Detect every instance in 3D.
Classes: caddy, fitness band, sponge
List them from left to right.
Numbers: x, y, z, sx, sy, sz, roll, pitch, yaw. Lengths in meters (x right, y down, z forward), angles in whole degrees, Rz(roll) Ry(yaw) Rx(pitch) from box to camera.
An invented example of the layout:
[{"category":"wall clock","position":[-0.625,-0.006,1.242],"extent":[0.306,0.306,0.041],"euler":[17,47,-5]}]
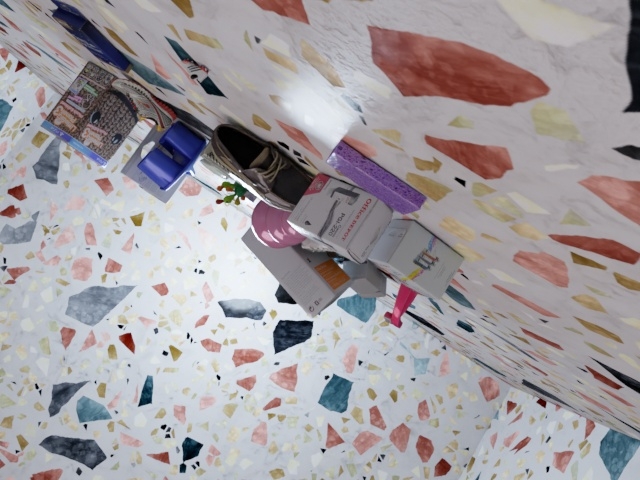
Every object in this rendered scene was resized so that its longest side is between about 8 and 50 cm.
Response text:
[{"category":"caddy","position":[-0.550,-0.305,1.909],"extent":[0.179,0.241,0.341],"euler":[40,171,-22]},{"category":"sponge","position":[0.111,-0.126,1.047],"extent":[0.210,0.031,0.117],"euler":[33,173,-5]},{"category":"fitness band","position":[0.288,0.190,1.696],"extent":[0.054,0.209,0.291],"euler":[28,172,17]}]

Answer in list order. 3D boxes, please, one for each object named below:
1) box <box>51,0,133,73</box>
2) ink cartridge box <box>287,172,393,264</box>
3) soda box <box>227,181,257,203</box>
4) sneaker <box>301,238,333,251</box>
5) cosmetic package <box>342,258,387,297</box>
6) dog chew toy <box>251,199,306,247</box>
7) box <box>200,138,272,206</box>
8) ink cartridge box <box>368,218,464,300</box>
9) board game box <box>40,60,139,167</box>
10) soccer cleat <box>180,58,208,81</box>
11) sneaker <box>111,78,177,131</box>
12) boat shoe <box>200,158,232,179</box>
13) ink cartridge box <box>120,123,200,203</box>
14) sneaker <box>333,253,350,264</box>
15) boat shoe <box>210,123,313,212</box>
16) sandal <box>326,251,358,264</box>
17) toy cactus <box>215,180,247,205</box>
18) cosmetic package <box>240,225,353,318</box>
[{"category":"box","position":[-0.633,-0.557,1.378],"extent":[0.136,0.036,0.225],"euler":[29,171,26]},{"category":"ink cartridge box","position":[0.048,-0.058,1.264],"extent":[0.218,0.158,0.092],"euler":[27,171,36]},{"category":"soda box","position":[-0.313,-0.212,2.090],"extent":[0.098,0.091,0.286],"euler":[36,172,-14]},{"category":"sneaker","position":[0.000,0.000,2.010],"extent":[0.297,0.129,0.111],"euler":[29,170,20]},{"category":"cosmetic package","position":[0.201,0.175,2.274],"extent":[0.127,0.107,0.238],"euler":[-8,154,30]},{"category":"dog chew toy","position":[-0.119,-0.072,1.819],"extent":[0.206,0.207,0.332],"euler":[36,164,-24]},{"category":"box","position":[-0.219,-0.222,1.530],"extent":[0.275,0.113,0.094],"euler":[34,172,-19]},{"category":"ink cartridge box","position":[0.237,0.045,1.267],"extent":[0.176,0.127,0.128],"euler":[36,173,-15]},{"category":"board game box","position":[-0.826,-0.457,1.859],"extent":[0.141,0.291,0.232],"euler":[31,173,14]},{"category":"soccer cleat","position":[-0.278,-0.367,1.089],"extent":[0.083,0.036,0.029],"euler":[29,172,26]},{"category":"sneaker","position":[-0.595,-0.453,1.678],"extent":[0.225,0.093,0.088],"euler":[37,172,-24]},{"category":"boat shoe","position":[-0.342,-0.277,1.775],"extent":[0.109,0.091,0.305],"euler":[35,173,-28]},{"category":"ink cartridge box","position":[-0.656,-0.327,2.071],"extent":[0.060,0.275,0.239],"euler":[25,169,48]},{"category":"sneaker","position":[0.078,0.080,2.327],"extent":[0.125,0.104,0.262],"euler":[30,173,9]},{"category":"boat shoe","position":[-0.155,-0.192,1.363],"extent":[0.355,0.132,0.130],"euler":[31,173,4]},{"category":"sandal","position":[0.042,0.024,2.152],"extent":[0.302,0.086,0.120],"euler":[31,173,15]},{"category":"toy cactus","position":[-0.273,-0.192,1.838],"extent":[0.180,0.219,0.112],"euler":[-10,109,27]},{"category":"cosmetic package","position":[-0.095,0.086,2.130],"extent":[0.453,0.161,0.230],"euler":[46,-156,9]}]
